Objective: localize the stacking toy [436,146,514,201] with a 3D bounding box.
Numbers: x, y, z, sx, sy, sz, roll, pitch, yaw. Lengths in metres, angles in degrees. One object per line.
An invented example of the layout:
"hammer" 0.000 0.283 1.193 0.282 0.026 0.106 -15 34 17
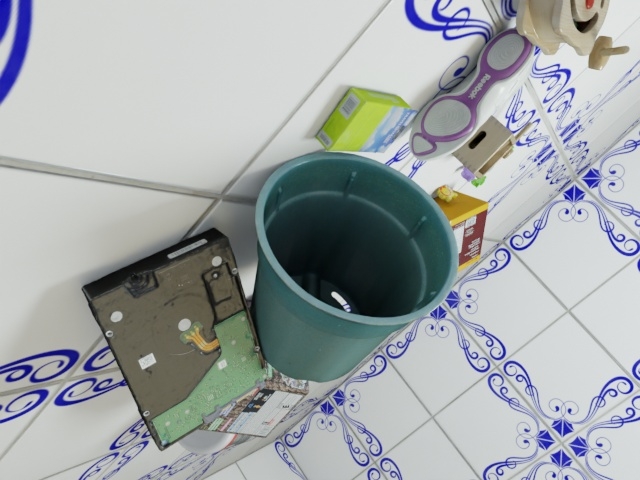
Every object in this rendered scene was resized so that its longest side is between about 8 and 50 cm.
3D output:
"stacking toy" 0.445 -0.206 1.544 0.221 0.052 0.167 -25 158 -38

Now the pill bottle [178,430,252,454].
"pill bottle" -0.266 0.498 1.603 0.210 0.210 0.363 -40 160 5

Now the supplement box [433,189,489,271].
"supplement box" 0.376 -0.019 1.593 0.191 0.129 0.194 -23 125 -36

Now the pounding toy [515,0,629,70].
"pounding toy" 0.468 -0.406 0.938 0.269 0.154 0.154 4 101 -47

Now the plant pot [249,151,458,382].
"plant pot" 0.021 0.080 0.986 0.341 0.341 0.334 -25 154 -33

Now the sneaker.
"sneaker" 0.311 -0.266 1.081 0.305 0.114 0.152 -44 159 15

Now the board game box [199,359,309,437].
"board game box" -0.207 0.306 1.194 0.291 0.141 0.232 17 131 -24

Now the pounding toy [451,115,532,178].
"pounding toy" 0.429 -0.252 1.354 0.181 0.094 0.206 -48 163 17

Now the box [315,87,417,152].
"box" 0.084 -0.203 0.937 0.178 0.042 0.109 -11 147 -52

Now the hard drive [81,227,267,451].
"hard drive" -0.231 0.173 0.936 0.237 0.064 0.339 -28 123 -25
